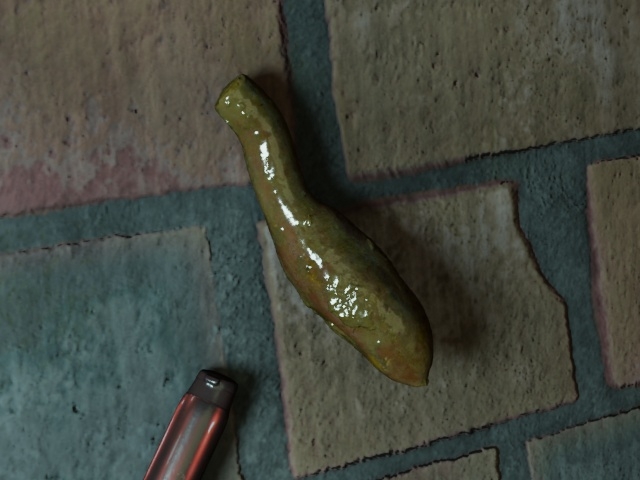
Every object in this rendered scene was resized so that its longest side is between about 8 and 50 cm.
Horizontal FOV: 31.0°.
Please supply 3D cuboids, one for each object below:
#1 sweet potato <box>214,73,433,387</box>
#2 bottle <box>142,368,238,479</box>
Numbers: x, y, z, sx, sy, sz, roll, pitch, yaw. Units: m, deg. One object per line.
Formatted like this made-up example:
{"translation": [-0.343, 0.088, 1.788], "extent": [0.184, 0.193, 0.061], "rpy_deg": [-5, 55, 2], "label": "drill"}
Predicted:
{"translation": [0.000, 0.000, 1.237], "extent": [0.109, 0.109, 0.385], "rpy_deg": [-38, 96, -21], "label": "sweet potato"}
{"translation": [-0.137, 0.214, 1.199], "extent": [0.060, 0.060, 0.164], "rpy_deg": [30, 79, -25], "label": "bottle"}
